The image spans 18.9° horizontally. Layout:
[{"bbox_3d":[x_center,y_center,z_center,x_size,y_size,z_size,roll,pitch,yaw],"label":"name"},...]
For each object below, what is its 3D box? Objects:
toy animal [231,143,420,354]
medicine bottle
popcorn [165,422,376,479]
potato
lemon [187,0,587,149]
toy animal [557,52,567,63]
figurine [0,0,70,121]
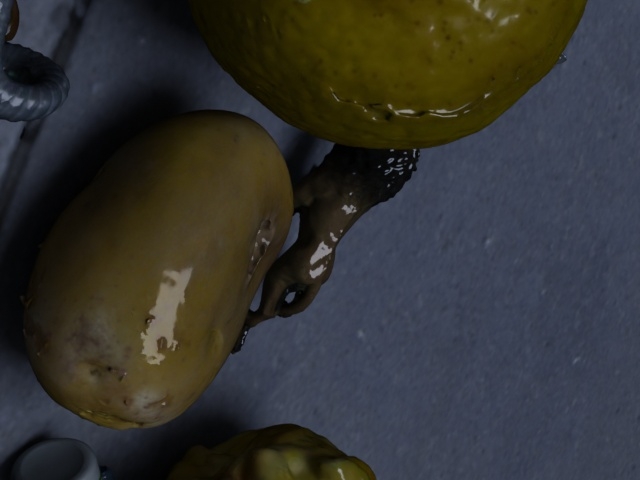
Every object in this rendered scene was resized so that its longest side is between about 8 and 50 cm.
[{"bbox_3d":[-0.012,-0.007,1.422,0.069,0.086,0.220,15,114,-48],"label":"toy animal"},{"bbox_3d":[-0.160,0.229,1.372,0.092,0.061,0.221,-56,146,-45],"label":"medicine bottle"},{"bbox_3d":[-0.041,0.230,1.412,0.191,0.190,0.253,-30,148,-10],"label":"popcorn"},{"bbox_3d":[-0.105,0.012,1.263,0.234,0.146,0.150,-63,-172,-26],"label":"potato"},{"bbox_3d":[0.042,-0.191,1.219,0.293,0.293,0.293,-25,125,-40],"label":"lemon"},{"bbox_3d":[0.177,-0.155,1.594,0.084,0.028,0.050,42,67,-49],"label":"toy animal"},{"bbox_3d":[-0.281,-0.195,0.914,0.186,0.261,0.382,-32,157,4],"label":"figurine"}]
